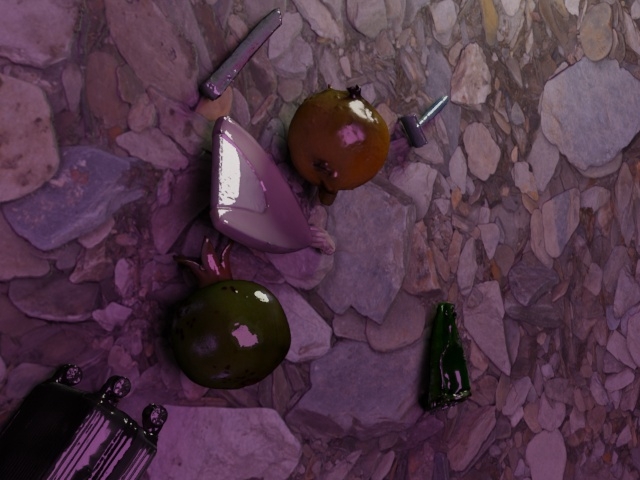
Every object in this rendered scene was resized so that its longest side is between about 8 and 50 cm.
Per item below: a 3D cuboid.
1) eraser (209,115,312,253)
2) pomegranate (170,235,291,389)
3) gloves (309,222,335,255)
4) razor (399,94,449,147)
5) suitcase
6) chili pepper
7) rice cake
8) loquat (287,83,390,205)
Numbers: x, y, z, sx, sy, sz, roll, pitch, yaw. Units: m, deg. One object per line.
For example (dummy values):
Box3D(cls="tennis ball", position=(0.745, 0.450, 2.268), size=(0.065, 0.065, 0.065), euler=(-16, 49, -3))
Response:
Box3D(cls="eraser", position=(-0.095, -0.050, 1.374), size=(0.243, 0.059, 0.204), euler=(42, 36, -46))
Box3D(cls="pomegranate", position=(-0.141, 0.107, 1.292), size=(0.182, 0.181, 0.224), euler=(-5, 74, -40))
Box3D(cls="gloves", position=(0.001, -0.002, 1.491), size=(0.081, 0.037, 0.044), euler=(26, 38, -32))
Box3D(cls="razor", position=(0.205, -0.238, 1.662), size=(0.135, 0.040, 0.068), euler=(-45, 118, -38))
Box3D(cls="suitcase", position=(-0.341, 0.312, 1.094), size=(0.128, 0.202, 0.312), euler=(47, 61, -29))
Box3D(cls="chili pepper", position=(0.242, 0.226, 1.674), size=(0.108, 0.062, 0.216), euler=(10, 83, -46))
Box3D(cls="rice cake", position=(-0.120, -0.296, 1.387), size=(0.033, 0.033, 0.207), euler=(46, 61, -19))
Box3D(cls="loquat", position=(0.029, -0.156, 1.439), size=(0.172, 0.149, 0.204), euler=(4, 102, -41))
